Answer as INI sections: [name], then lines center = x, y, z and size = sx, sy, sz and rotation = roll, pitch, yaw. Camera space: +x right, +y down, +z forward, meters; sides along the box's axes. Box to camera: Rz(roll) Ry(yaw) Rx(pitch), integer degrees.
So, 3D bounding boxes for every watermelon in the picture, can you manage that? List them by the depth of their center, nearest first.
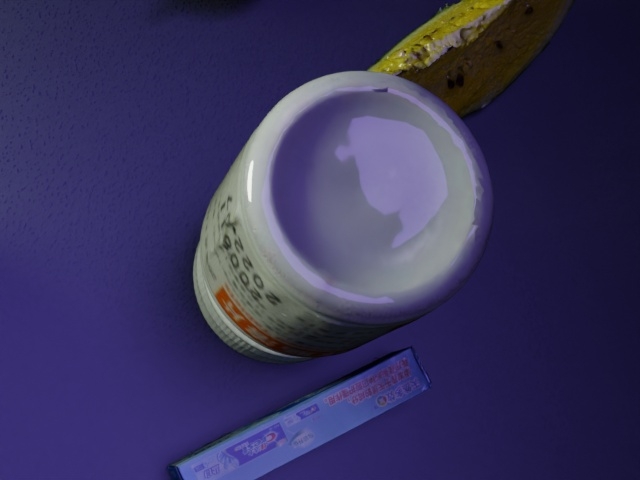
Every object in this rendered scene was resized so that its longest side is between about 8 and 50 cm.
[watermelon]
center = 0.158, -0.209, 1.305
size = 0.301, 0.129, 0.123
rotation = -34, 86, -12

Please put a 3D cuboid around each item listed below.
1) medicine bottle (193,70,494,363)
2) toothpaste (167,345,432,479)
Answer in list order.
[medicine bottle]
center = 0.000, 0.000, 1.098
size = 0.211, 0.371, 0.211
rotation = 3, 77, -13
[toothpaste]
center = -0.020, 0.187, 1.213
size = 0.272, 0.066, 0.053
rotation = -24, 85, -18
